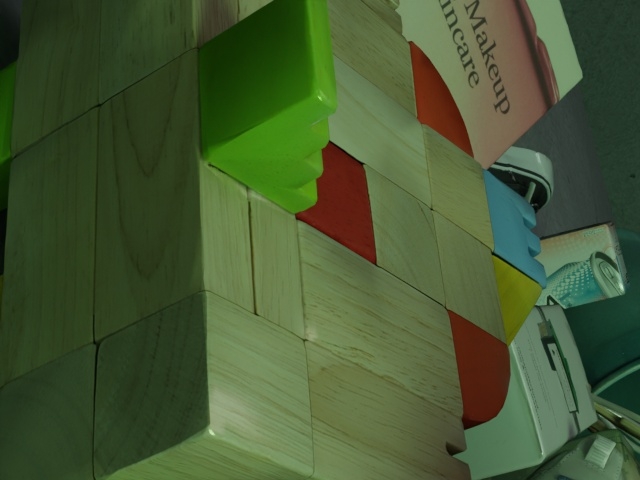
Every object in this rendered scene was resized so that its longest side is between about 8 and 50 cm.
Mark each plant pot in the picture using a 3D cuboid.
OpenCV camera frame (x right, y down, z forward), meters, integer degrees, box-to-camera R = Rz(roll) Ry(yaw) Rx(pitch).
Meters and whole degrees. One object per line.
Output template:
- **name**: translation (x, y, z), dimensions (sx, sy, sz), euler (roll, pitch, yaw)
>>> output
- **plant pot**: translation (0.344, 0.132, 1.418), dimensions (0.272, 0.271, 0.255), euler (57, 10, -39)

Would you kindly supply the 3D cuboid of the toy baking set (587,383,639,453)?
- **toy baking set**: translation (0.221, 0.131, 1.137), dimensions (0.196, 0.030, 0.256), euler (36, -7, -2)

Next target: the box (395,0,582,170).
- **box**: translation (0.043, -0.110, 0.803), dimensions (0.232, 0.126, 0.149), euler (-42, 117, -38)

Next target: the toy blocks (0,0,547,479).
- **toy blocks**: translation (0.000, 0.000, 0.542), dimensions (0.261, 0.190, 0.382), euler (31, 43, -44)

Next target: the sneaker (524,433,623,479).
- **sneaker**: translation (0.141, 0.229, 0.798), dimensions (0.115, 0.105, 0.281), euler (-46, 161, -34)

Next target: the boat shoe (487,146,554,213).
- **boat shoe**: translation (0.151, -0.037, 1.214), dimensions (0.306, 0.113, 0.105), euler (17, 65, -65)

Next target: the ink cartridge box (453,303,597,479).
- **ink cartridge box**: translation (0.074, 0.104, 0.801), dimensions (0.219, 0.160, 0.093), euler (6, 67, -71)

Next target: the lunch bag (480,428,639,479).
- **lunch bag**: translation (0.257, 0.331, 1.115), dimensions (0.287, 0.168, 0.235), euler (43, 34, -48)

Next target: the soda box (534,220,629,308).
- **soda box**: translation (0.163, 0.035, 1.071), dimensions (0.058, 0.183, 0.063), euler (-13, 87, -71)
